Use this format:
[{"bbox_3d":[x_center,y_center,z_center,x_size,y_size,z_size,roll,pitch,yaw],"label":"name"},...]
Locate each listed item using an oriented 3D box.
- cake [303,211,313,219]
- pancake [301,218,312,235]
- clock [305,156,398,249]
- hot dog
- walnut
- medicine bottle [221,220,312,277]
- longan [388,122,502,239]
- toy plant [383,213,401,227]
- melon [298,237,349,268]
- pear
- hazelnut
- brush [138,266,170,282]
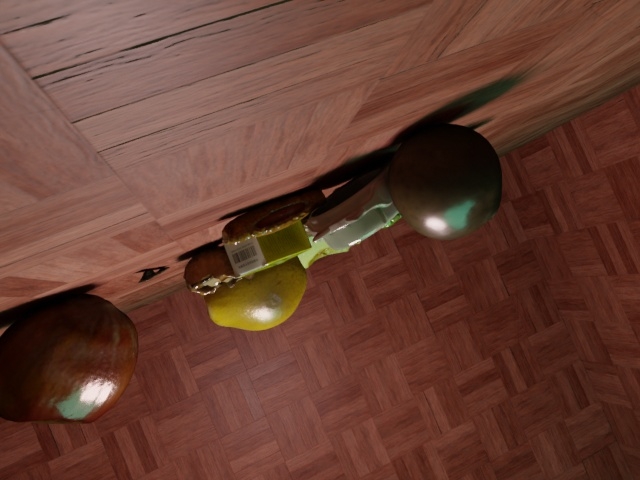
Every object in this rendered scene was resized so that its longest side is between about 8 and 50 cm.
[{"bbox_3d":[-0.047,-0.073,1.910,0.140,0.051,0.055,-22,-179,45],"label":"cake"},{"bbox_3d":[-0.043,-0.045,1.827,0.242,0.050,0.242,3,168,1],"label":"pancake"},{"bbox_3d":[0.094,-0.081,1.300,0.265,0.108,0.324,-27,-166,33],"label":"clock"},{"bbox_3d":[-0.109,-0.064,1.249,0.289,0.068,0.083,-27,-159,-29],"label":"hot dog"},{"bbox_3d":[-0.339,0.087,1.616,0.238,0.141,0.204,-19,169,28],"label":"walnut"},{"bbox_3d":[-0.161,0.010,1.577,0.137,0.141,0.250,-22,179,34],"label":"medicine bottle"},{"bbox_3d":[0.275,-0.130,1.129,0.258,0.258,0.258,-23,178,-1],"label":"longan"},{"bbox_3d":[0.248,-0.129,1.493,0.316,0.184,0.224,-24,-155,24],"label":"toy plant"},{"bbox_3d":[0.000,0.000,2.263,0.343,0.226,0.331,-8,-177,-25],"label":"melon"},{"bbox_3d":[-0.215,0.174,1.818,0.386,0.340,0.191,-28,-154,-20],"label":"pear"},{"bbox_3d":[-0.672,0.313,1.348,0.366,0.366,0.366,-23,178,-1],"label":"hazelnut"},{"bbox_3d":[-0.511,0.097,1.574,0.034,0.027,0.190,-20,-174,6],"label":"brush"}]
